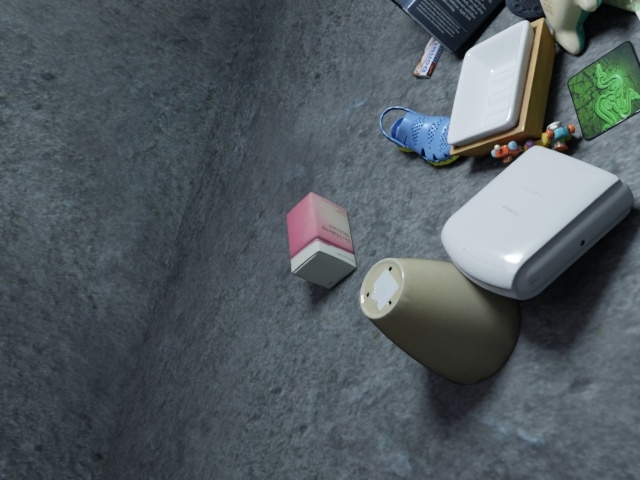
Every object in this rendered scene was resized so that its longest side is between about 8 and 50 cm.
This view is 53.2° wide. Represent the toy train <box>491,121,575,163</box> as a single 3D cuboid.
[{"bbox_3d":[0.459,-0.200,1.365,0.166,0.125,0.046,-21,77,48],"label":"toy train"}]

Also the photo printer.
[{"bbox_3d":[0.400,-0.033,1.246,0.308,0.107,0.256,-41,33,-3],"label":"photo printer"}]

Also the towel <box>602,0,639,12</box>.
[{"bbox_3d":[0.650,-0.541,1.341,0.148,0.027,0.110,48,132,42],"label":"towel"}]

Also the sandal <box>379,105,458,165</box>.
[{"bbox_3d":[0.262,-0.286,1.692,0.317,0.138,0.126,23,86,57],"label":"sandal"}]

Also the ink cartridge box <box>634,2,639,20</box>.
[{"bbox_3d":[0.709,-0.409,1.190,0.171,0.056,0.235,-36,40,38],"label":"ink cartridge box"}]

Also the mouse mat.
[{"bbox_3d":[0.599,-0.314,1.333,0.153,0.007,0.189,-35,44,40],"label":"mouse mat"}]

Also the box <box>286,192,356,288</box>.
[{"bbox_3d":[0.000,0.000,1.871,0.127,0.149,0.232,-41,40,33],"label":"box"}]

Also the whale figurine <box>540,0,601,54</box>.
[{"bbox_3d":[0.554,-0.549,1.381,0.141,0.271,0.216,-23,38,-2],"label":"whale figurine"}]

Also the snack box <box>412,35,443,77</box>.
[{"bbox_3d":[0.333,-0.563,1.881,0.064,0.022,0.178,23,88,57],"label":"snack box"}]

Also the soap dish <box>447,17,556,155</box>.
[{"bbox_3d":[0.425,-0.342,1.488,0.229,0.118,0.290,-13,58,59],"label":"soap dish"}]

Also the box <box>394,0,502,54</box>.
[{"bbox_3d":[0.382,-0.766,1.743,0.395,0.212,0.293,-48,35,18],"label":"box"}]

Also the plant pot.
[{"bbox_3d":[0.225,0.140,1.324,0.257,0.274,0.256,-34,43,39],"label":"plant pot"}]

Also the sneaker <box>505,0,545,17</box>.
[{"bbox_3d":[0.589,-0.639,1.499,0.319,0.112,0.131,-17,39,48],"label":"sneaker"}]
